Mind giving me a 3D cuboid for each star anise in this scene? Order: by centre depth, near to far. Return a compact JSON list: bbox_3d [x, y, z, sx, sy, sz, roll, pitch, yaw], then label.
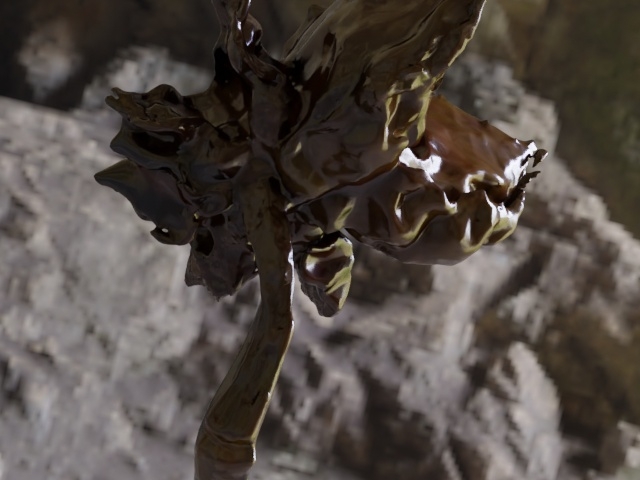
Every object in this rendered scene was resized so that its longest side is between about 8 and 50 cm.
[{"bbox_3d":[-0.005,-0.001,0.885,0.237,0.346,0.148,16,11,-26],"label":"star anise"}]
